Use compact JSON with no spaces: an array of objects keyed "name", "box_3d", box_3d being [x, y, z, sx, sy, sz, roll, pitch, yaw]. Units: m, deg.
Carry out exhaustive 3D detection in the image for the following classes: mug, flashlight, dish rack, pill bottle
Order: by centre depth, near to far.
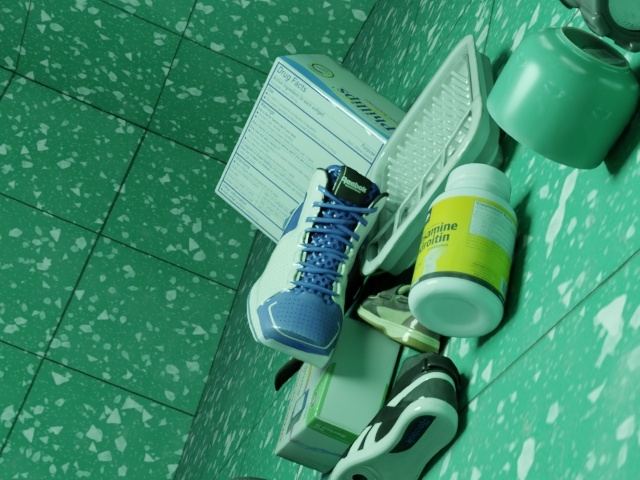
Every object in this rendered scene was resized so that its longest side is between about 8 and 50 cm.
[{"name":"mug","box_3d":[0.238,-0.151,1.069,0.158,0.129,0.097,-88,21,-57]},{"name":"flashlight","box_3d":[0.293,-0.272,1.143,0.304,0.103,0.103,-91,25,-68]},{"name":"pill bottle","box_3d":[0.161,0.007,1.218,0.103,0.103,0.184,125,165,-53]},{"name":"dish rack","box_3d":[0.162,-0.112,1.539,0.285,0.072,0.333,-55,15,30]}]

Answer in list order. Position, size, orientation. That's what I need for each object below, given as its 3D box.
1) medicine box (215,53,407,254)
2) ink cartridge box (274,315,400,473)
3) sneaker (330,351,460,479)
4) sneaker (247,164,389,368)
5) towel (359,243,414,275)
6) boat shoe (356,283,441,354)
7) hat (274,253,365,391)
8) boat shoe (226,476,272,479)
[{"name":"medicine box","box_3d":[0.001,-0.131,1.907,0.149,0.263,0.289,-16,-40,-54]},{"name":"ink cartridge box","box_3d":[0.021,0.221,1.550,0.212,0.093,0.154,123,166,-61]},{"name":"sneaker","box_3d":[0.092,0.207,1.249,0.217,0.079,0.121,-49,15,40]},{"name":"sneaker","box_3d":[0.000,-0.001,1.496,0.315,0.127,0.182,-76,10,-48]},{"name":"towel","box_3d":[0.111,-0.001,1.598,0.152,0.113,0.023,-84,-25,-58]},{"name":"boat shoe","box_3d":[0.110,0.094,1.415,0.073,0.080,0.223,-62,14,0]},{"name":"hat","box_3d":[-0.013,0.074,1.754,0.331,0.134,0.331,-50,-7,-8]},{"name":"boat shoe","box_3d":[-0.092,0.400,1.495,0.500,0.187,0.156,130,156,-78]}]
